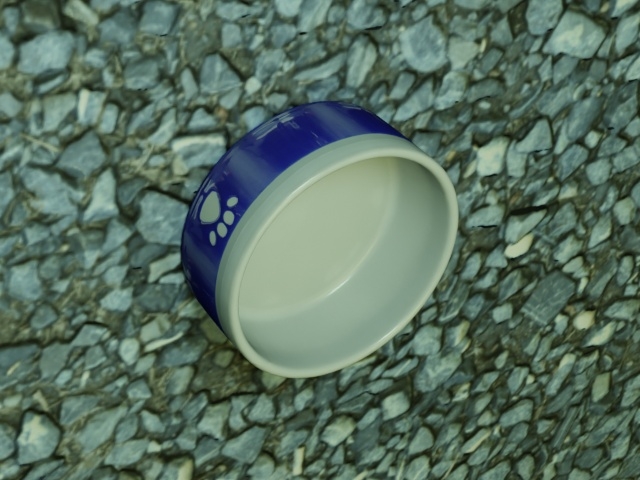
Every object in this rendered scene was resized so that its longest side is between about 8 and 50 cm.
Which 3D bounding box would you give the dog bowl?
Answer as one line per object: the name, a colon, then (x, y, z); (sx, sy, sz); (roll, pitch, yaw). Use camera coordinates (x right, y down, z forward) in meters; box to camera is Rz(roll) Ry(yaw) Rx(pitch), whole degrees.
dog bowl: (0.000, 0.000, 1.569); (0.265, 0.104, 0.265); (-22, 133, -25)
